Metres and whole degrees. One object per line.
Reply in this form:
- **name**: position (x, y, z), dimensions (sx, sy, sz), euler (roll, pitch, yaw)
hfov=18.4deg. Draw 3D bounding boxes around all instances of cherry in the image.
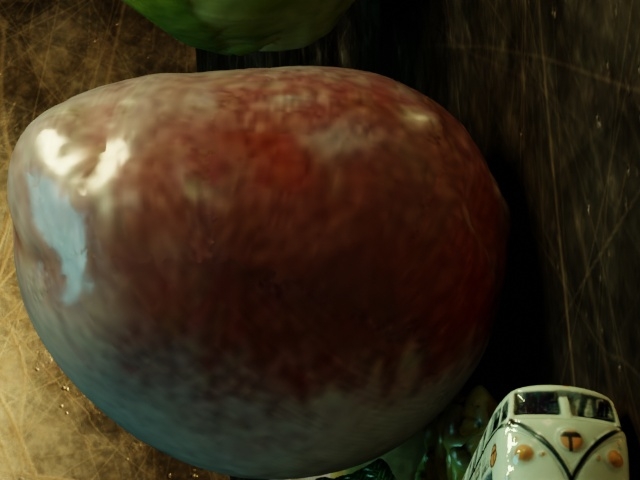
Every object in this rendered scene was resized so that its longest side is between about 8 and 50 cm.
- **cherry**: position (-0.045, 0.019, 1.363), dimensions (0.326, 0.335, 0.291), euler (108, 160, -69)

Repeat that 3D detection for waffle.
- **waffle**: position (0.110, 0.216, 1.361), dimensions (0.204, 0.054, 0.223), euler (101, 161, -62)

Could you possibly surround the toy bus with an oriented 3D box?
- **toy bus**: position (0.125, 0.146, 1.136), dimensions (0.194, 0.087, 0.089), euler (101, 173, -63)

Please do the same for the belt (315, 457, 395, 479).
- **belt**: position (0.047, 0.217, 1.366), dimensions (0.151, 0.079, 0.121), euler (-105, -1, -78)

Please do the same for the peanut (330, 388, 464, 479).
- **peanut**: position (0.060, 0.161, 1.542), dimensions (0.226, 0.095, 0.108), euler (100, 168, -54)

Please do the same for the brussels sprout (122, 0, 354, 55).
- **brussels sprout**: position (-0.068, -0.303, 1.621), dimensions (0.355, 0.281, 0.289), euler (81, -179, -60)

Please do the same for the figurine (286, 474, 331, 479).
- **figurine**: position (0.023, 0.186, 1.703), dimensions (0.138, 0.125, 0.125), euler (-52, 13, 2)
